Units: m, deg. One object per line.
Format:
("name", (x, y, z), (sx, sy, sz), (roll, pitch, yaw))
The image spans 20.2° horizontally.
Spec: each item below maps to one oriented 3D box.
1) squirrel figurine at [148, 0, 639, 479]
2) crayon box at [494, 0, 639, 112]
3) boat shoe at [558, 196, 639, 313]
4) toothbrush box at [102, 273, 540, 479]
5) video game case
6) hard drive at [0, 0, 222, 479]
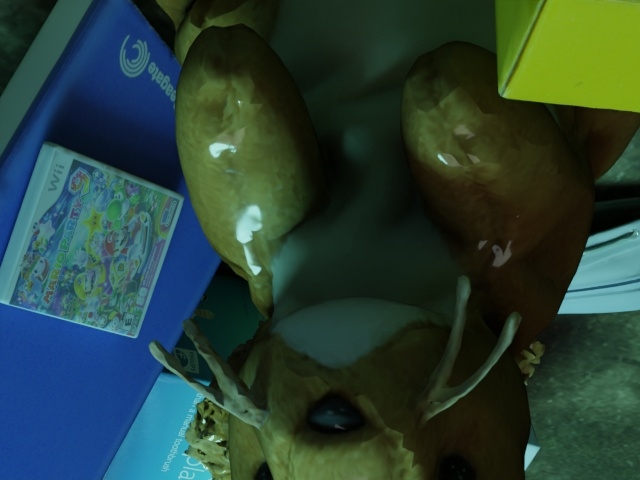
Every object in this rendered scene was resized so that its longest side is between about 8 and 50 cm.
("squirrel figurine", (0.044, 0.040, 0.923), (0.281, 0.370, 0.397), (-2, 150, 4))
("crayon box", (0.184, -0.151, 0.759), (0.318, 0.202, 0.081), (6, 150, -7))
("boat shoe", (0.116, 0.008, 1.169), (0.226, 0.083, 0.076), (-8, 119, -9))
("toothbrush box", (-0.025, 0.156, 1.313), (0.295, 0.126, 0.216), (13, 126, -22))
("video game case", (-0.124, 0.002, 0.978), (0.011, 0.087, 0.122), (18, 178, 32))
("hard drive", (-0.154, 0.043, 1.003), (0.040, 0.318, 0.210), (17, 160, 31))
